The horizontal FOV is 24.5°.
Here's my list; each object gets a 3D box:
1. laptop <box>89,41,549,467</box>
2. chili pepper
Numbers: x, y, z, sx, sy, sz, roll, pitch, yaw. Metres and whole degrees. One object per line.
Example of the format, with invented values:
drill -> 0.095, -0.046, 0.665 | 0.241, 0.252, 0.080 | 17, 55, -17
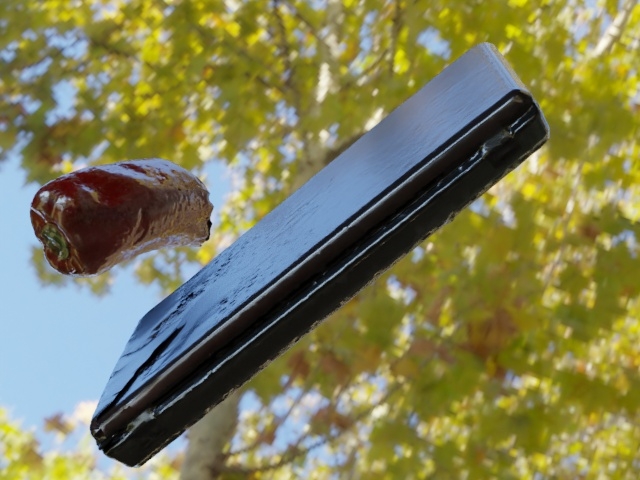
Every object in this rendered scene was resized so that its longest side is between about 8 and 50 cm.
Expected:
laptop -> 0.000, 0.000, 0.600 | 0.207, 0.154, 0.026 | -39, -79, 10
chili pepper -> -0.130, -0.016, 0.956 | 0.070, 0.123, 0.073 | -23, -92, 38
